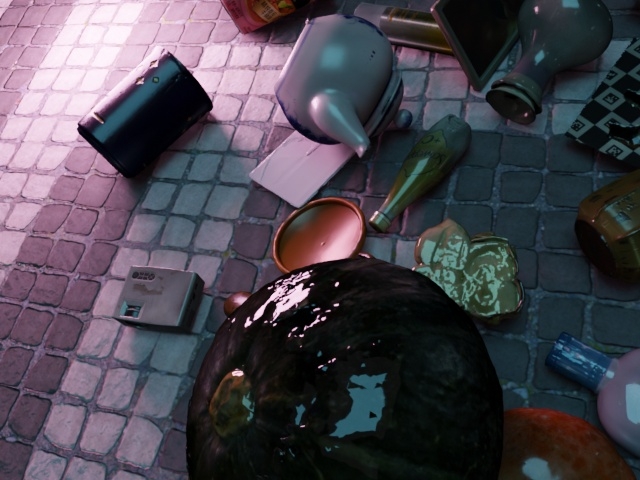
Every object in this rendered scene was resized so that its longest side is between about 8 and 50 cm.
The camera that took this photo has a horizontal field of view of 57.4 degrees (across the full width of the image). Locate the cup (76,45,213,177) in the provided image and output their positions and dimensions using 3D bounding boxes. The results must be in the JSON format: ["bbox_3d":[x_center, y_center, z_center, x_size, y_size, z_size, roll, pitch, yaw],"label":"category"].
[{"bbox_3d":[-0.400,-0.276,1.337,0.178,0.255,0.256,46,81,-7],"label":"cup"}]

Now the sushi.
[{"bbox_3d":[0.606,-0.241,1.081,0.193,0.043,0.279,31,74,28],"label":"sushi"}]

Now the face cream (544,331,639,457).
[{"bbox_3d":[0.488,0.238,0.824,0.337,0.080,0.163,28,73,27],"label":"face cream"}]

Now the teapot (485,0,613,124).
[{"bbox_3d":[0.432,-0.357,1.129,0.184,0.183,0.250,31,84,28],"label":"teapot"}]

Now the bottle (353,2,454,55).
[{"bbox_3d":[0.211,-0.466,1.292,0.286,0.082,0.082,20,68,23],"label":"bottle"}]

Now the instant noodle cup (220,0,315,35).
[{"bbox_3d":[-0.126,-0.634,1.414,0.255,0.244,0.243,-31,58,7],"label":"instant noodle cup"}]

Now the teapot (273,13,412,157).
[{"bbox_3d":[0.062,-0.301,1.161,0.280,0.252,0.423,26,39,-12],"label":"teapot"}]

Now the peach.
[{"bbox_3d":[0.309,0.329,0.772,0.233,0.232,0.232,-7,60,12],"label":"peach"}]

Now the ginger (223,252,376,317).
[{"bbox_3d":[-0.026,0.121,1.011,0.310,0.107,0.132,-18,87,12],"label":"ginger"}]

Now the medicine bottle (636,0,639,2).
[{"bbox_3d":[0.797,-0.491,1.072,0.372,0.211,0.211,31,74,27],"label":"medicine bottle"}]

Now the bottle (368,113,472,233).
[{"bbox_3d":[0.186,-0.122,1.106,0.083,0.083,0.269,32,75,28],"label":"bottle"}]

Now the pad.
[{"bbox_3d":[-0.023,-0.177,1.227,0.157,0.004,0.232,33,69,29],"label":"pad"}]

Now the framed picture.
[{"bbox_3d":[0.351,-0.486,1.199,0.289,0.211,0.020,-52,34,-15],"label":"framed picture"}]

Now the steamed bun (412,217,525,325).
[{"bbox_3d":[0.239,0.059,0.981,0.178,0.106,0.192,-8,68,6],"label":"steamed bun"}]

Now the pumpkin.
[{"bbox_3d":[0.014,0.237,0.762,0.454,0.344,0.454,-39,36,37],"label":"pumpkin"}]

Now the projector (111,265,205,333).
[{"bbox_3d":[-0.308,0.115,1.120,0.147,0.061,0.115,4,62,17],"label":"projector"}]

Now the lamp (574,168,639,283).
[{"bbox_3d":[0.514,-0.029,0.926,0.185,0.161,0.161,-25,58,1],"label":"lamp"}]

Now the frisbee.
[{"bbox_3d":[0.000,0.000,1.112,0.192,0.035,0.191,-15,49,17],"label":"frisbee"}]
